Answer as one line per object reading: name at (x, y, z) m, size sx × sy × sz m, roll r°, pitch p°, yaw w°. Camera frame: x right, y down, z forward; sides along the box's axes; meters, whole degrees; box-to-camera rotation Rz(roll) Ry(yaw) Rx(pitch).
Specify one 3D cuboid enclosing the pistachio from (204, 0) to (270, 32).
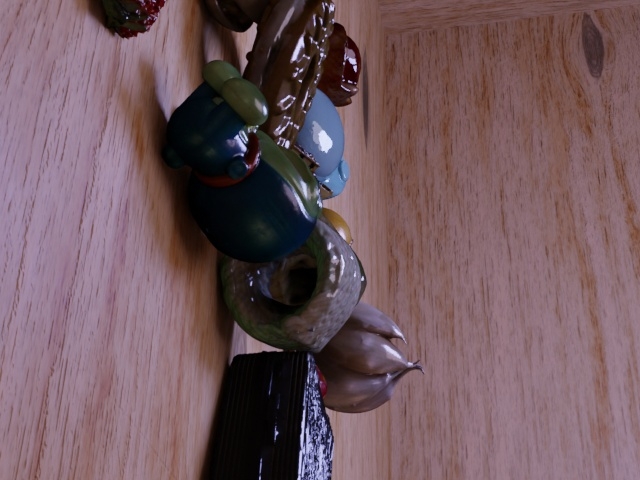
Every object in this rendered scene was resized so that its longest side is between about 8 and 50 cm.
pistachio at (-0.135, -0.402, 1.756) m, size 0.149 × 0.113 × 0.113 m, roll 23°, pitch 62°, yaw -73°

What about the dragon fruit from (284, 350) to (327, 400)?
dragon fruit at (-0.035, 0.264, 2.049) m, size 0.190 × 0.094 × 0.094 m, roll -101°, pitch 178°, yaw -53°

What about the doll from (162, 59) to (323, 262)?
doll at (-0.114, -0.092, 1.525) m, size 0.322 × 0.186 × 0.198 m, roll 56°, pitch -5°, yaw -35°

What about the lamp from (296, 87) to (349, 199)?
lamp at (-0.025, -0.198, 2.136) m, size 0.284 × 0.147 × 0.209 m, roll 73°, pitch 21°, yaw -49°

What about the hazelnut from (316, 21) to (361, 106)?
hazelnut at (0.019, -0.404, 2.463) m, size 0.202 × 0.160 × 0.170 m, roll 47°, pitch 37°, yaw -65°

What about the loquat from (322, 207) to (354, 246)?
loquat at (0.000, 0.000, 2.217) m, size 0.141 × 0.141 × 0.141 m, roll -5°, pitch 90°, yaw -80°

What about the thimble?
thimble at (-0.044, 0.069, 1.695) m, size 0.150 × 0.218 × 0.219 m, roll 40°, pitch 45°, yaw -64°

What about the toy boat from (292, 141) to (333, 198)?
toy boat at (-0.049, -0.140, 2.001) m, size 0.200 × 0.077 × 0.057 m, roll 38°, pitch 4°, yaw -36°

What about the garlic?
garlic at (0.058, 0.240, 2.173) m, size 0.237 × 0.292 × 0.210 m, roll -55°, pitch 161°, yaw 3°

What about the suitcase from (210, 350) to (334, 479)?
suitcase at (-0.074, 0.351, 1.614) m, size 0.335 × 0.152 × 0.230 m, roll -85°, pitch 167°, yaw -53°

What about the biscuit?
biscuit at (-0.064, -0.279, 1.805) m, size 0.332 × 0.103 × 0.332 m, roll 20°, pitch 90°, yaw -85°

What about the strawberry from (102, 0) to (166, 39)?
strawberry at (-0.223, -0.323, 1.301) m, size 0.192 × 0.085 × 0.141 m, roll -3°, pitch 85°, yaw -81°

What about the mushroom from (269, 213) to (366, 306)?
mushroom at (-0.022, 0.010, 1.965) m, size 0.292 × 0.211 × 0.218 m, roll 55°, pitch 33°, yaw -54°
